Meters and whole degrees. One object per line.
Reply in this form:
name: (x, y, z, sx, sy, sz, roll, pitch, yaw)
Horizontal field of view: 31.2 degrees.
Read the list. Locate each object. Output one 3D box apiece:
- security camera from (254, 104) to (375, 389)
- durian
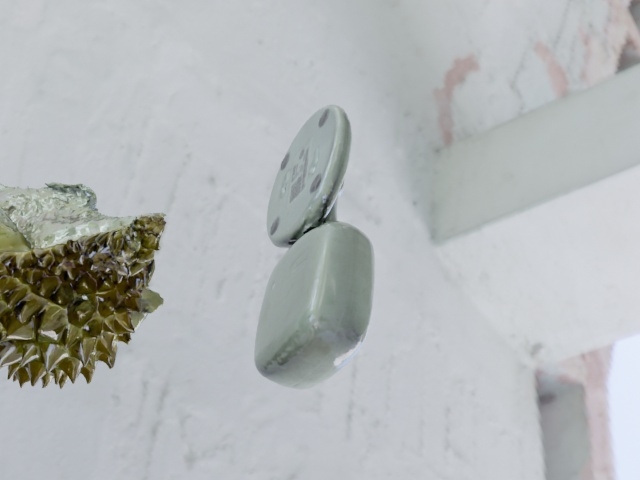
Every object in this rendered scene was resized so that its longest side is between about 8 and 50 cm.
security camera: (0.000, 0.000, 1.145, 0.080, 0.157, 0.301, 19, -128, -21)
durian: (-0.241, 0.026, 0.948, 0.166, 0.306, 0.172, -56, -49, -32)
